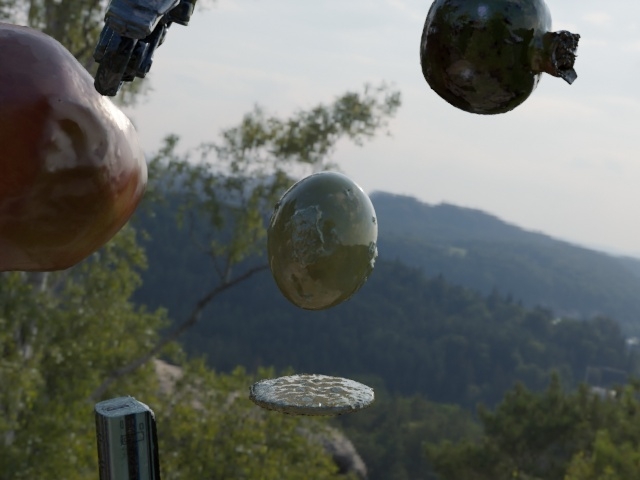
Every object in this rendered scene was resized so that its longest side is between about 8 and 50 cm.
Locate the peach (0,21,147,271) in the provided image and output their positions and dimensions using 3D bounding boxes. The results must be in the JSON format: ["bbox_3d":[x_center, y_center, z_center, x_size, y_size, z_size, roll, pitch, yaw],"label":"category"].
[{"bbox_3d":[-0.256,-0.072,0.834,0.214,0.214,0.235,12,-13,42],"label":"peach"}]

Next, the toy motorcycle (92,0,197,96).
[{"bbox_3d":[-0.093,-0.179,0.593,0.061,0.193,0.124,22,-39,-10],"label":"toy motorcycle"}]

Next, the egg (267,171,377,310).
[{"bbox_3d":[0.001,0.001,1.397,0.164,0.201,0.164,10,-9,2],"label":"egg"}]

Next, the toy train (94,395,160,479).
[{"bbox_3d":[-0.183,0.278,0.939,0.048,0.252,0.055,-10,13,-36],"label":"toy train"}]

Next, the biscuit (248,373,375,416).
[{"bbox_3d":[-0.010,0.180,1.152,0.152,0.020,0.152,2,7,0],"label":"biscuit"}]

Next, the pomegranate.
[{"bbox_3d":[0.145,-0.167,0.832,0.130,0.130,0.130,11,1,0],"label":"pomegranate"}]
